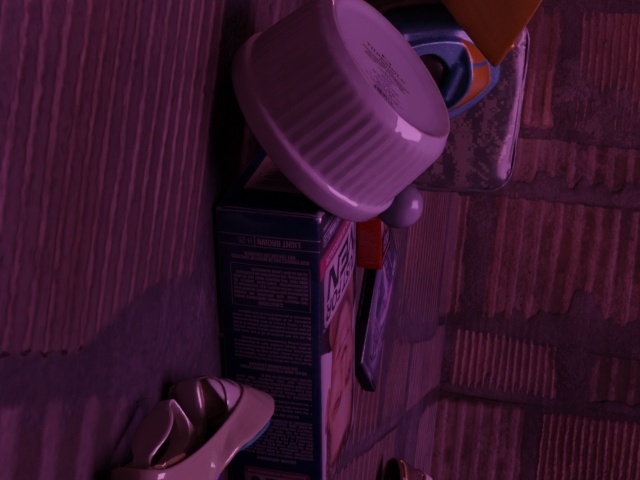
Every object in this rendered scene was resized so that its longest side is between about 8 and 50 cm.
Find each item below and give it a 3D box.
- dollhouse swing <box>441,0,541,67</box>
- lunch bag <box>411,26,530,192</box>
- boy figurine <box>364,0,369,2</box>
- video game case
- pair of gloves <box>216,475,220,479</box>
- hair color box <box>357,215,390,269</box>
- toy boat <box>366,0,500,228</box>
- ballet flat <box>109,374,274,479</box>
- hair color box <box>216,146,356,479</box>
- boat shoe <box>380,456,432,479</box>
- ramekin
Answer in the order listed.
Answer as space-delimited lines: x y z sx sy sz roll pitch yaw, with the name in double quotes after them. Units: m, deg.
0.239 -0.456 1.237 0.315 0.305 0.347 47 23 -21 "dollhouse swing"
0.198 -0.243 1.743 0.256 0.213 0.305 -145 -123 -69 "lunch bag"
0.092 -0.342 1.467 0.285 0.092 0.177 65 30 -61 "boy figurine"
0.097 0.113 1.862 0.196 0.026 0.274 67 30 -66 "video game case"
-0.117 0.309 0.974 0.159 0.023 0.198 -74 165 -45 "pair of gloves"
0.086 -0.031 1.695 0.072 0.043 0.141 -66 158 -53 "hair color box"
0.127 -0.175 1.417 0.148 0.268 0.318 51 -46 40 "toy boat"
-0.103 0.155 0.851 0.248 0.086 0.086 -50 144 -67 "ballet flat"
-0.027 0.090 1.086 0.174 0.105 0.347 -62 156 -59 "hair color box"
0.145 0.583 2.138 0.116 0.097 0.324 -41 -166 39 "boat shoe"
0.028 -0.131 0.971 0.207 0.109 0.207 39 31 -29 "ramekin"
